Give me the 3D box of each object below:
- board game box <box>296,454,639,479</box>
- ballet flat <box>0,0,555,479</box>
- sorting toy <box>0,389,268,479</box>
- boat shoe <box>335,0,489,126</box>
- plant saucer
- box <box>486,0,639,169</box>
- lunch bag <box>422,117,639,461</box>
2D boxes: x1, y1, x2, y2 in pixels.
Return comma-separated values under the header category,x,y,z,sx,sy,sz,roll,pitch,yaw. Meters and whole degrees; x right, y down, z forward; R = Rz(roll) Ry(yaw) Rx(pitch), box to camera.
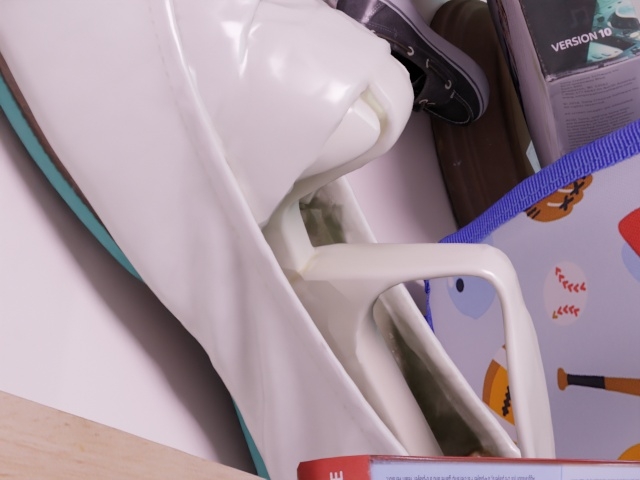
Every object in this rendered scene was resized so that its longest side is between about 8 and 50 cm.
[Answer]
category,x,y,z,sx,sy,sz,roll,pitch,yaw
board game box,0.075,0.145,0.589,0.281,0.027,0.145,14,67,-61
ballet flat,0.000,0.000,0.677,0.400,0.139,0.139,62,24,-17
sorting toy,-0.045,0.194,0.475,0.257,0.089,0.255,30,45,-56
boat shoe,0.047,-0.094,0.970,0.142,0.049,0.040,39,57,-48
plant saucer,0.146,-0.030,1.140,0.278,0.041,0.278,45,34,-44
box,0.114,-0.167,0.972,0.232,0.058,0.322,65,8,-63
lunch bag,0.237,0.099,0.795,0.239,0.385,0.328,23,51,-54
